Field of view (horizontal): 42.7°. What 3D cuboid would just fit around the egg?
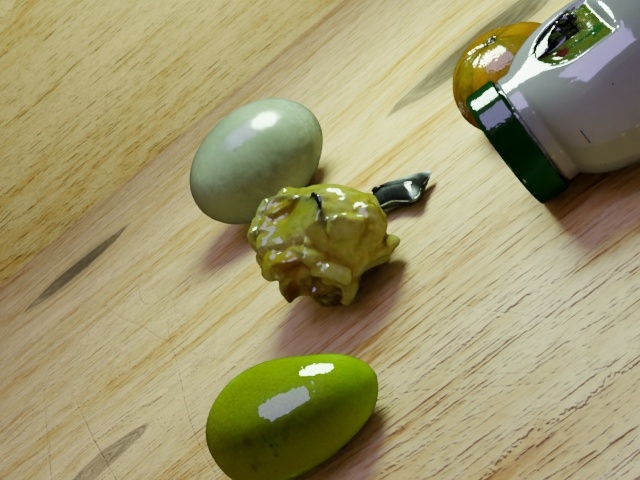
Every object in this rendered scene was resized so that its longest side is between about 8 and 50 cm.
[{"bbox_3d":[-0.153,-0.188,1.948,0.352,0.258,0.258,-43,24,3],"label":"egg"}]

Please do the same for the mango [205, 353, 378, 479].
[{"bbox_3d":[-0.051,0.259,1.193,0.273,0.149,0.185,-19,30,30],"label":"mango"}]

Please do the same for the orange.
[{"bbox_3d":[0.350,-0.305,1.517,0.240,0.171,0.240,-34,24,18],"label":"orange"}]

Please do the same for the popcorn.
[{"bbox_3d":[0.000,0.000,1.476,0.286,0.215,0.252,-8,34,44],"label":"popcorn"}]

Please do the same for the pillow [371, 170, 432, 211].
[{"bbox_3d":[0.152,-0.092,1.595,0.135,0.055,0.091,-13,5,41],"label":"pillow"}]

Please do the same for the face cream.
[{"bbox_3d":[0.423,-0.238,1.238,0.357,0.219,0.312,-37,34,18],"label":"face cream"}]
